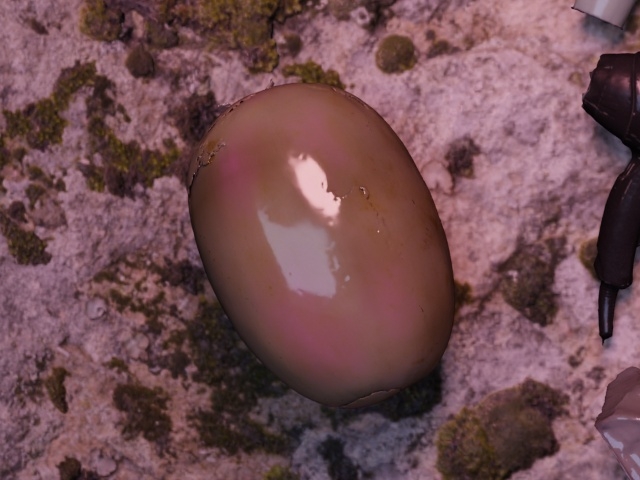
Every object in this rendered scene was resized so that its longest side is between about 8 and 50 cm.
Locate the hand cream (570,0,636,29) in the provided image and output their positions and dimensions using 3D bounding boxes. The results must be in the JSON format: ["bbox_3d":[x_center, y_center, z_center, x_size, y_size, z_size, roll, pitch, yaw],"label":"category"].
[{"bbox_3d":[0.309,-0.346,1.164,0.085,0.058,0.331,28,106,21],"label":"hand cream"}]

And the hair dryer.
[{"bbox_3d":[0.317,-0.021,1.204,0.235,0.091,0.272,23,117,10],"label":"hair dryer"}]

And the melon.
[{"bbox_3d":[0.000,0.000,1.250,0.223,0.223,0.317,-26,85,24],"label":"melon"}]

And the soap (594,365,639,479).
[{"bbox_3d":[0.411,0.169,1.126,0.302,0.159,0.258,-35,79,22],"label":"soap"}]
